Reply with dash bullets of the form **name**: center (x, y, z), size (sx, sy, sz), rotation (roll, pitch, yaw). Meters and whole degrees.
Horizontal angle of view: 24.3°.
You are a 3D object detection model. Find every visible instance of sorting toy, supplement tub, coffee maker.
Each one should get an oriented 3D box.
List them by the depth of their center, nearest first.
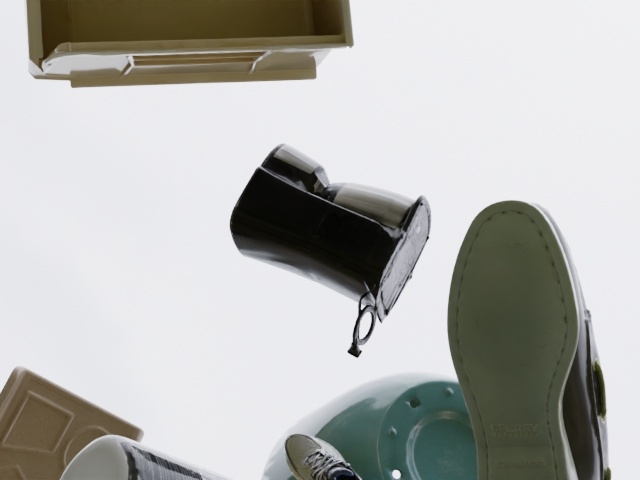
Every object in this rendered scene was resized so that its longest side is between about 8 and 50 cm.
- **supplement tub**: center (-0.125, 0.247, 1.271), size (0.190, 0.117, 0.117), rotation (29, -37, -36)
- **coffee maker**: center (0.000, 0.000, 1.510), size (0.178, 0.171, 0.120), rotation (21, -44, 19)
- **sorting toy**: center (-0.316, 0.261, 1.674), size (0.038, 0.193, 0.208), rotation (16, -15, 48)

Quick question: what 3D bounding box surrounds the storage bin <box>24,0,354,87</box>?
- **storage bin**: center (-0.121, -0.272, 1.258), size (0.260, 0.262, 0.123), rotation (-3, -7, -12)

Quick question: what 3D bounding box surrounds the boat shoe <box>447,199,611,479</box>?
- **boat shoe**: center (0.129, 0.082, 0.889), size (0.081, 0.068, 0.228), rotation (1, -76, 31)

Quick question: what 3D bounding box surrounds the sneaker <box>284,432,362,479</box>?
- **sneaker**: center (0.015, 0.240, 1.519), size (0.135, 0.052, 0.058), rotation (41, -19, 22)

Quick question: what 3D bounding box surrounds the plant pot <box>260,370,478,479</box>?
- **plant pot**: center (0.104, 0.281, 1.695), size (0.293, 0.293, 0.235), rotation (32, -34, -5)
